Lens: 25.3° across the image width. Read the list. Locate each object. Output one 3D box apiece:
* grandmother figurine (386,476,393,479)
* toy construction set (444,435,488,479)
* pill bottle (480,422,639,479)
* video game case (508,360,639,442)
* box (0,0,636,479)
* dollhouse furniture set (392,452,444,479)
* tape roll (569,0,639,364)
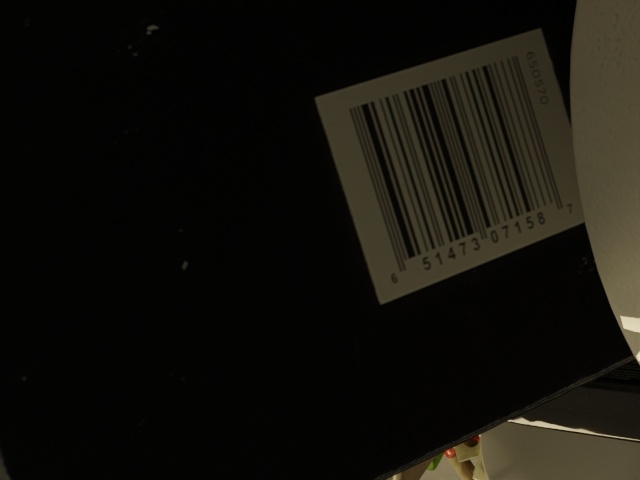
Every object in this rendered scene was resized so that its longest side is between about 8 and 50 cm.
[{"bbox_3d":[-0.087,0.181,1.308,0.342,0.104,0.208,16,-174,-3],"label":"grandmother figurine"},{"bbox_3d":[0.148,0.190,1.391,0.215,0.151,0.327,53,177,19],"label":"toy construction set"},{"bbox_3d":[0.318,0.212,1.176,0.229,0.229,0.408,3,158,46],"label":"pill bottle"},{"bbox_3d":[0.253,0.060,0.814,0.248,0.035,0.275,-19,-167,-39],"label":"video game case"},{"bbox_3d":[-0.036,-0.014,0.584,0.343,0.179,0.312,-20,-175,-30],"label":"box"},{"bbox_3d":[-0.045,0.084,1.167,0.302,0.151,0.197,15,123,21],"label":"dollhouse furniture set"},{"bbox_3d":[0.213,-0.040,0.390,0.246,0.246,0.169,28,163,-30],"label":"tape roll"}]
